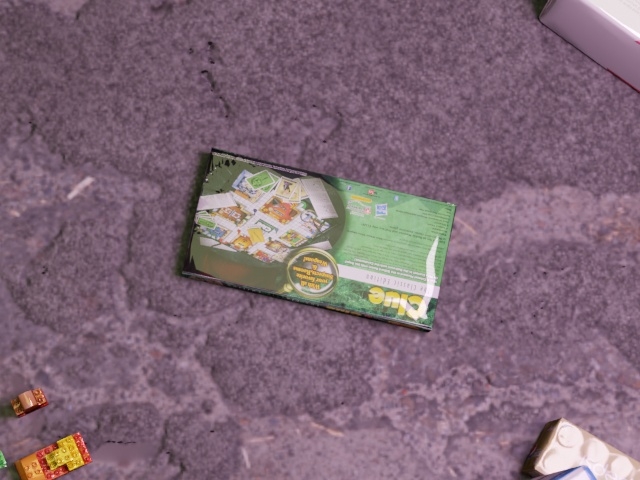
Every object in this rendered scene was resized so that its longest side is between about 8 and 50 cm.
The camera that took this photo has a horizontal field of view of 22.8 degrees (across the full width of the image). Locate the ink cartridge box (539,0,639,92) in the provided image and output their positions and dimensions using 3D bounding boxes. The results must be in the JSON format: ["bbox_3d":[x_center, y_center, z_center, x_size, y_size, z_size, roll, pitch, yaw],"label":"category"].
[{"bbox_3d":[0.397,-0.298,1.668,0.207,0.117,0.283,36,79,2],"label":"ink cartridge box"}]

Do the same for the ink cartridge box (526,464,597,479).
[{"bbox_3d":[0.227,0.299,1.497,0.086,0.203,0.148,-31,84,-12],"label":"ink cartridge box"}]

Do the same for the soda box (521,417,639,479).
[{"bbox_3d":[0.297,0.248,1.587,0.181,0.058,0.061,31,78,0],"label":"soda box"}]

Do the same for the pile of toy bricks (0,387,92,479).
[{"bbox_3d":[-0.332,0.215,1.505,0.212,0.105,0.118,-25,83,-10],"label":"pile of toy bricks"}]

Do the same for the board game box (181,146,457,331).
[{"bbox_3d":[0.000,0.000,1.619,0.259,0.030,0.136,14,76,-3],"label":"board game box"}]
